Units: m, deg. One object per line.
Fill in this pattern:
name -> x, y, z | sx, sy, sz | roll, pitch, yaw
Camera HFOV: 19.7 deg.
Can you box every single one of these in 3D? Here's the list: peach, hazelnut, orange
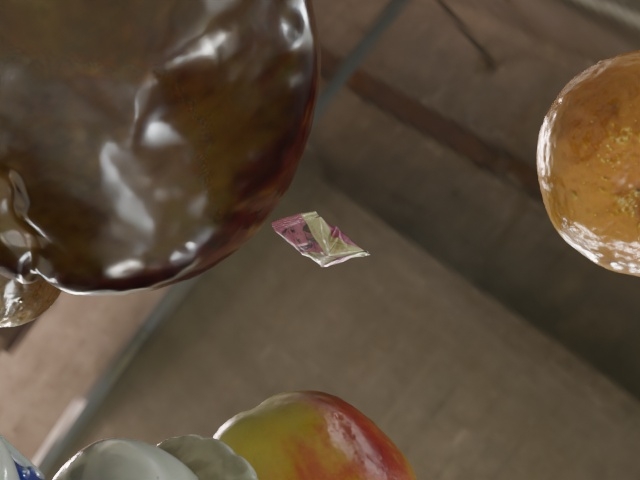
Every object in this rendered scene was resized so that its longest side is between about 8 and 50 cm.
peach -> -0.009, 0.259, 1.813 | 0.231, 0.231, 0.231 | -31, -142, 28
hazelnut -> -0.100, -0.094, 0.841 | 0.218, 0.234, 0.218 | -27, -153, 15
orange -> 0.254, -0.059, 1.412 | 0.177, 0.177, 0.155 | -34, -163, 24

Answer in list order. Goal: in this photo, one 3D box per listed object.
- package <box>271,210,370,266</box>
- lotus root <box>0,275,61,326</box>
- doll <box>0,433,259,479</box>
package -> 0.000, 0.000, 1.731 | 0.059, 0.083, 0.029 | -16, -133, 41
lotus root -> -0.224, -0.003, 1.206 | 0.122, 0.112, 0.081 | 34, -59, 26
doll -> -0.123, 0.134, 0.830 | 0.119, 0.293, 0.138 | -44, -125, 24
